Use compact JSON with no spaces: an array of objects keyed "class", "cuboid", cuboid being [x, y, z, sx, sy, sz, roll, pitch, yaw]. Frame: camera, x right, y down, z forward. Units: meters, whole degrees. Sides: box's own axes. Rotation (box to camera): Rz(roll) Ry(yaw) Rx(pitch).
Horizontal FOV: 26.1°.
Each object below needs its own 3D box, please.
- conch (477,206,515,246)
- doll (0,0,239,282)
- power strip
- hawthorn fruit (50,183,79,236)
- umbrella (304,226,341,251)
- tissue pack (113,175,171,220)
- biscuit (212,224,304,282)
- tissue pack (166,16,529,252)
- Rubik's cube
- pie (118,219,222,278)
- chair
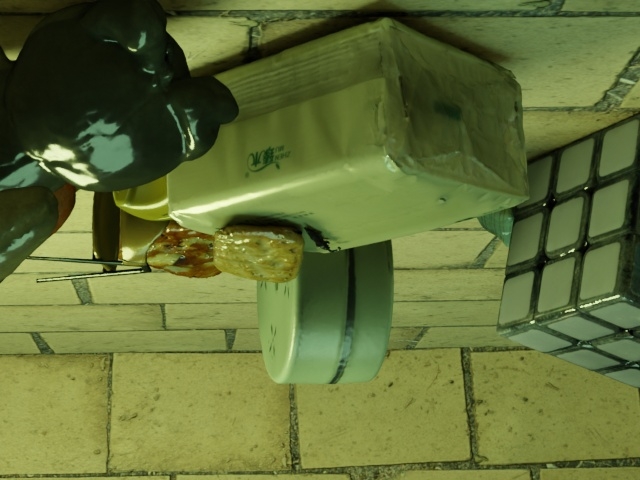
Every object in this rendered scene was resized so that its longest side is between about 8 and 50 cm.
[{"class":"conch","cuboid":[0.302,-0.057,2.236,0.234,0.114,0.137,10,150,-19]},{"class":"doll","cuboid":[-0.283,-0.092,1.533,0.382,0.379,0.252,-16,144,35]},{"class":"power strip","cuboid":[0.005,0.057,2.205,0.161,0.357,0.357,0,166,-12]},{"class":"hawthorn fruit","cuboid":[-0.443,-0.066,1.994,0.251,0.199,0.199,-8,173,-39]},{"class":"umbrella","cuboid":[-0.003,0.001,1.761,0.022,0.013,0.122,-18,160,17]},{"class":"tissue pack","cuboid":[-0.204,-0.095,1.982,0.178,0.123,0.127,-14,162,39]},{"class":"biscuit","cuboid":[-0.082,0.019,1.803,0.118,0.029,0.247,3,165,-3]},{"class":"tissue pack","cuboid":[0.030,-0.118,1.743,0.380,0.207,0.297,-14,162,41]},{"class":"Rubik's cube","cuboid":[0.481,0.027,2.071,0.305,0.301,0.303,22,157,-22]},{"class":"pie","cuboid":[-0.232,-0.014,2.385,0.308,0.085,0.308,-3,162,-1]},{"class":"chair","cuboid":[-0.342,-0.031,2.157,0.246,0.159,0.172,-1,164,3]}]
